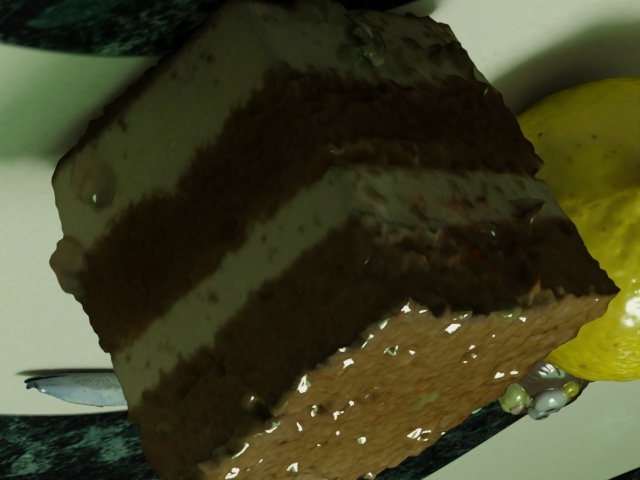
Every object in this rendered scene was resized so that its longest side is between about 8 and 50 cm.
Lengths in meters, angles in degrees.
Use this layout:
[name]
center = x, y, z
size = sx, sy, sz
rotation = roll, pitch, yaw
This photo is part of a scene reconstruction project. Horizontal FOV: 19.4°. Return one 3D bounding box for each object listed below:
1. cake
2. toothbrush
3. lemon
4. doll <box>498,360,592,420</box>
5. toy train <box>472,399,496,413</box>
[cake]
center = 0.000, 0.000, 1.291
size = 0.282, 0.290, 0.255
rotation = -40, 154, 32
[toothbrush]
center = -0.129, 0.142, 1.815
size = 0.413, 0.035, 0.042
rotation = 4, 124, -50
[lemon]
center = 0.248, -0.007, 1.587
size = 0.253, 0.253, 0.310
rotation = -19, 160, -13
[doll]
center = 0.228, 0.165, 2.155
size = 0.188, 0.096, 0.145
rotation = -16, 151, 6
[toy train]
center = 0.139, 0.104, 1.895
size = 0.154, 0.115, 0.269
rotation = -10, 155, -43
